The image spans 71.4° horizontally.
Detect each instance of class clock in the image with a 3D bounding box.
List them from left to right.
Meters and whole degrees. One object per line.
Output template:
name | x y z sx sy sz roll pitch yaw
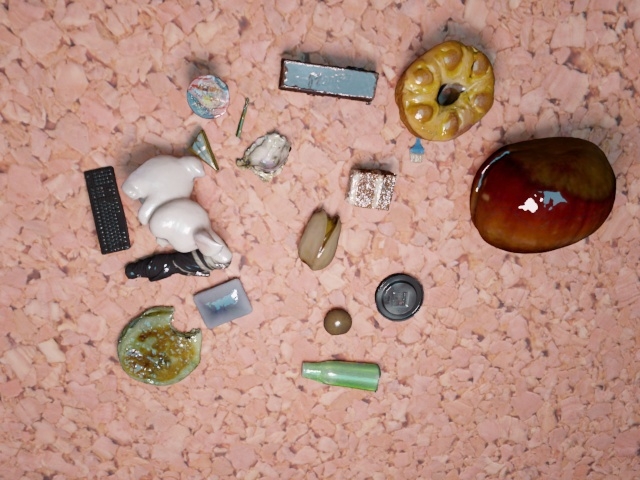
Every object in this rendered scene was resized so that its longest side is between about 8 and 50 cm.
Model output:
clock | 0.288 0.209 1.643 0.184 0.040 0.184 -2 105 -7

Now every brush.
brush | 0.334 -0.347 1.515 0.051 0.014 0.164 3 104 -9

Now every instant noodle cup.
instant noodle cup | -0.332 -0.431 1.350 0.127 0.135 0.127 -2 106 -7

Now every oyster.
oyster | -0.183 -0.269 1.453 0.191 0.081 0.163 3 80 8

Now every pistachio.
pistachio | 0.000 0.000 1.509 0.129 0.131 0.206 17 97 -19

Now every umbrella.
umbrella | -0.473 0.074 1.492 0.358 0.106 0.113 -11 73 6

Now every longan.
longan | 0.063 0.300 1.615 0.113 0.092 0.113 -14 126 -20

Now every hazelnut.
hazelnut | 0.715 -0.135 1.432 0.429 0.402 0.402 -13 106 -15

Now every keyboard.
keyboard | -0.669 -0.044 1.425 0.103 0.041 0.381 -13 95 -3

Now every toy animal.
toy animal | -0.408 -0.085 1.352 0.241 0.196 0.367 -33 79 0

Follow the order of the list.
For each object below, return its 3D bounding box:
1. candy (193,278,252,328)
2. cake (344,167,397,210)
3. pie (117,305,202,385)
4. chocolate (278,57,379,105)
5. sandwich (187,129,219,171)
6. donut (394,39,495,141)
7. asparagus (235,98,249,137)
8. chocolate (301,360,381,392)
candy | -0.339 0.220 1.555 0.174 0.071 0.138 -22 105 -2
cake | 0.161 -0.177 1.481 0.147 0.135 0.134 11 104 -4
pie | -0.565 0.380 1.574 0.302 0.067 0.302 -1 105 -6
chocolate | 0.033 -0.499 1.389 0.321 0.112 0.112 6 106 -8
sandwich | -0.351 -0.285 1.419 0.116 0.074 0.074 38 98 -15
donut | 0.388 -0.461 1.401 0.317 0.150 0.299 4 100 -19
asparagus | -0.250 -0.393 1.432 0.015 0.018 0.127 5 107 -44
chocolate | 0.072 0.498 1.667 0.291 0.110 0.110 9 104 -6
